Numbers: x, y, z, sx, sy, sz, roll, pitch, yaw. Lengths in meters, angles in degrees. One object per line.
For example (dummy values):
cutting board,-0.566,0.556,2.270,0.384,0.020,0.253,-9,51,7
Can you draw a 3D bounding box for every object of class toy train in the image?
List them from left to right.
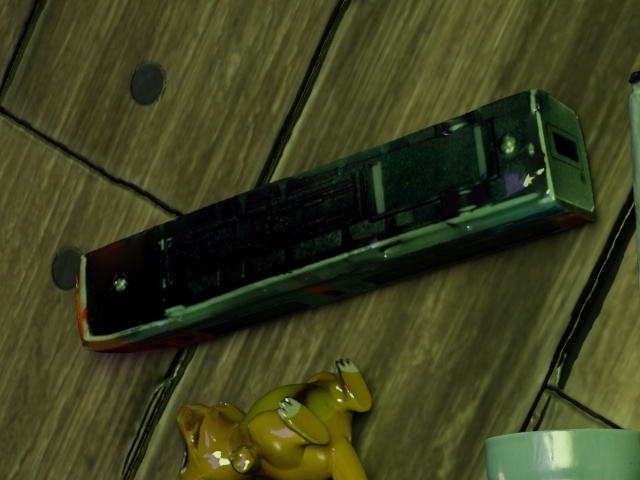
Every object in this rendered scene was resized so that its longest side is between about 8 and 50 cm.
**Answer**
toy train,0.000,0.000,1.297,0.409,0.089,0.086,-19,70,31

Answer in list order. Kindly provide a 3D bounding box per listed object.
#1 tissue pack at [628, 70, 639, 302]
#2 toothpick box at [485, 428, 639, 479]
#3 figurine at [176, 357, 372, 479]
tissue pack,0.316,0.063,1.069,0.259,0.122,0.361,-9,82,34
toothpick box,0.151,0.195,1.091,0.101,0.101,0.153,-10,76,32
figurine,-0.032,0.163,1.308,0.176,0.121,0.122,-17,103,44
